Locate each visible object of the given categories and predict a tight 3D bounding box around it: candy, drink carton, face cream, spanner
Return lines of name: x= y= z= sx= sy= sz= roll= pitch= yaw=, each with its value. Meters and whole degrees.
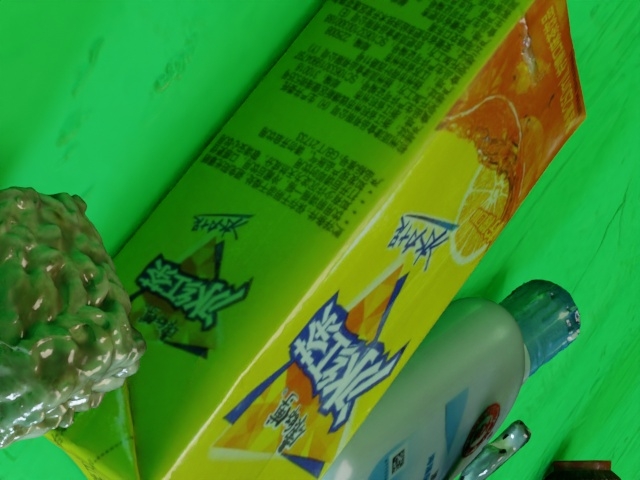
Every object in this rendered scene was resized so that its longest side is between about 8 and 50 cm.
candy: x=-0.128 y=0.029 z=0.616 sx=0.095 sy=0.110 sz=0.085 roll=-30 pitch=164 yaw=26
drink carton: x=0.000 y=0.000 z=0.815 sx=0.351 sy=0.111 sz=0.154 roll=-52 pitch=150 yaw=-16
face cream: x=0.079 y=0.121 z=1.084 sx=0.337 sy=0.080 sz=0.163 roll=-31 pitch=145 yaw=-44
spanner: x=0.053 y=0.231 z=1.103 sx=0.071 sy=0.017 sz=0.302 roll=-23 pitch=157 yaw=-54

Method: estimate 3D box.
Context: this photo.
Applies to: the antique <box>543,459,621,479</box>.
antique: x=0.267 y=0.271 z=1.523 sx=0.104 sy=0.104 sz=0.104 roll=-40 pitch=146 yaw=-35
